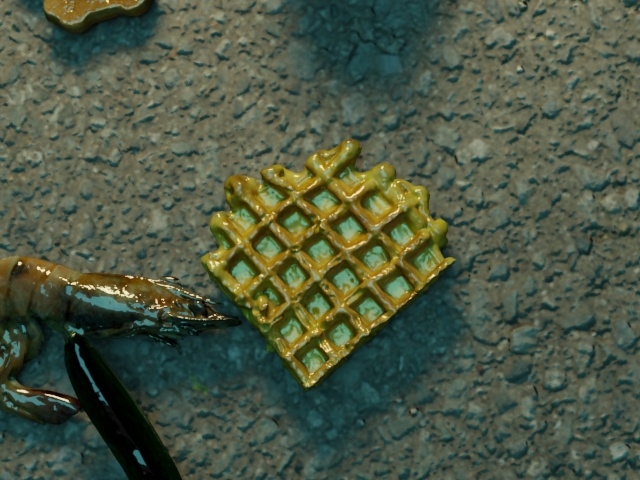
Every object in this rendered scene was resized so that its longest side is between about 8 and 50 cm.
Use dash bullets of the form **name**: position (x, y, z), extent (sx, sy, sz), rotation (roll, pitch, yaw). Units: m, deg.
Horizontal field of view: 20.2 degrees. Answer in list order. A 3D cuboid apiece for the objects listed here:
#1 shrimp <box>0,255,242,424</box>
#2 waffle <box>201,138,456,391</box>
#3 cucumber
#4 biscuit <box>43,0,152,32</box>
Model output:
- **shrimp**: position (-0.231, 0.110, 1.831), extent (0.296, 0.058, 0.169), rotation (7, 95, 7)
- **waffle**: position (0.000, 0.000, 1.817), extent (0.229, 0.057, 0.219), rotation (-42, 83, -1)
- **cucumber**: position (-0.182, 0.216, 1.796), extent (0.056, 0.056, 0.284), rotation (-27, 96, 1)
- **biscuit**: position (-0.248, -0.332, 1.879), extent (0.166, 0.036, 0.226), rotation (-17, 81, 2)
